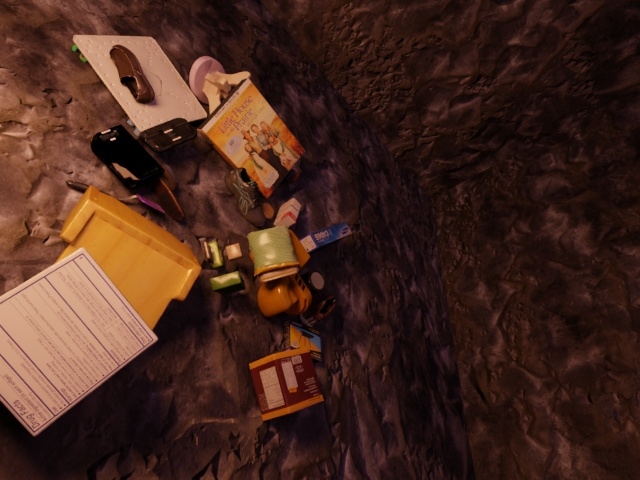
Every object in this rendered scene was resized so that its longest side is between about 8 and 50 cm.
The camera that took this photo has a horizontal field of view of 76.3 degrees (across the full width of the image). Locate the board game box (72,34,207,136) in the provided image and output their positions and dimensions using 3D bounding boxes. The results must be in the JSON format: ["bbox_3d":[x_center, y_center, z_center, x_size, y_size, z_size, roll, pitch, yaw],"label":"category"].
[{"bbox_3d":[-0.679,-0.605,1.580,0.390,0.050,0.390,55,32,-8],"label":"board game box"}]

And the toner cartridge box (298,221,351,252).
[{"bbox_3d":[0.000,0.000,1.953,0.347,0.165,0.075,-21,84,-58],"label":"toner cartridge box"}]

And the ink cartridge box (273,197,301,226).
[{"bbox_3d":[-0.152,-0.120,1.893,0.056,0.099,0.135,44,36,-25],"label":"ink cartridge box"}]

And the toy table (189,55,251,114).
[{"bbox_3d":[-0.434,-0.657,1.765,0.160,0.252,0.274,36,7,9],"label":"toy table"}]

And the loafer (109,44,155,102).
[{"bbox_3d":[-0.678,-0.593,1.445,0.220,0.080,0.078,56,31,-8],"label":"loafer"}]

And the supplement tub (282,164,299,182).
[{"bbox_3d":[-0.200,-0.361,2.002,0.190,0.117,0.117,22,48,-44],"label":"supplement tub"}]

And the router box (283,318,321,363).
[{"bbox_3d":[-0.072,0.406,1.637,0.178,0.046,0.133,31,43,-39],"label":"router box"}]

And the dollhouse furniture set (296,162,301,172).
[{"bbox_3d":[-0.137,-0.395,2.173,0.076,0.058,0.151,60,32,-1],"label":"dollhouse furniture set"}]

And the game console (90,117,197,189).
[{"bbox_3d":[-0.572,-0.327,1.402,0.213,0.044,0.361,47,48,1],"label":"game console"}]

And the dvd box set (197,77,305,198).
[{"bbox_3d":[-0.284,-0.435,1.777,0.308,0.062,0.420,-53,128,-16],"label":"dvd box set"}]

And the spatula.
[{"bbox_3d":[-0.632,-0.139,1.277,0.296,0.030,0.084,13,14,-44],"label":"spatula"}]

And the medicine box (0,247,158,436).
[{"bbox_3d":[-0.564,0.208,0.890,0.289,0.149,0.264,-39,100,-27],"label":"medicine box"}]

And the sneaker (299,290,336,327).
[{"bbox_3d":[0.011,0.246,1.770,0.106,0.162,0.282,42,36,-27],"label":"sneaker"}]

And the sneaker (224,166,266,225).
[{"bbox_3d":[-0.303,-0.185,1.727,0.268,0.106,0.101,58,30,-7],"label":"sneaker"}]

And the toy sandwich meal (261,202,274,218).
[{"bbox_3d":[-0.245,-0.133,1.842,0.085,0.029,0.086,29,48,-38],"label":"toy sandwich meal"}]

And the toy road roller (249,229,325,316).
[{"bbox_3d":[-0.159,0.144,1.580,0.330,0.202,0.240,57,37,-9],"label":"toy road roller"}]

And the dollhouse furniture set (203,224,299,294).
[{"bbox_3d":[-0.236,0.051,1.424,0.151,0.301,0.198,95,-22,-74],"label":"dollhouse furniture set"}]

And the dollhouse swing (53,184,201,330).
[{"bbox_3d":[-0.582,0.087,1.156,0.346,0.305,0.315,37,-3,-32],"label":"dollhouse swing"}]

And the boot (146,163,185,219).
[{"bbox_3d":[-0.524,-0.179,1.430,0.219,0.082,0.106,55,35,-6],"label":"boot"}]

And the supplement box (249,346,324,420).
[{"bbox_3d":[-0.117,0.495,1.422,0.191,0.129,0.194,8,59,-53],"label":"supplement box"}]
